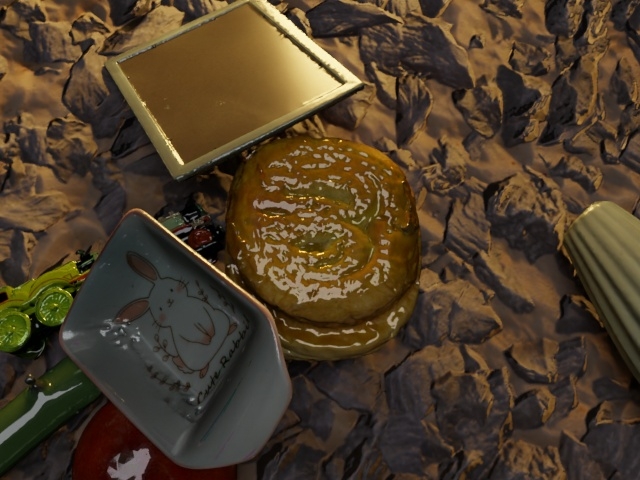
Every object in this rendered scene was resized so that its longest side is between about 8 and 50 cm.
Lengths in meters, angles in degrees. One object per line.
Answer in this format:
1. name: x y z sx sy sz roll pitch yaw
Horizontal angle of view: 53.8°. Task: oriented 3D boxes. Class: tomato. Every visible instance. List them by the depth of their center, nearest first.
1. tomato: -0.154 0.209 0.571 0.159 0.091 0.139 30 75 6

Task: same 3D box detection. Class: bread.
1. bread: 0.003 0.000 0.632 0.198 0.120 0.236 0 71 -3

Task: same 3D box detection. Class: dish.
1. dish: -0.117 0.092 0.563 0.234 0.064 0.154 35 96 27

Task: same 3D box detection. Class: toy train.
1. toy train: -0.217 0.036 0.650 0.249 0.053 0.085 -28 68 -11

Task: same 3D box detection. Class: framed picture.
1. framed picture: -0.107 -0.180 0.693 0.217 0.017 0.274 -27 49 -10

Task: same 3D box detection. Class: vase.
1. vase: 0.339 0.070 0.620 0.128 0.128 0.248 -27 65 -10

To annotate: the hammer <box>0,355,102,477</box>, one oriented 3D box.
1. hammer: -0.330 0.220 0.561 0.206 0.119 0.335 44 69 11
